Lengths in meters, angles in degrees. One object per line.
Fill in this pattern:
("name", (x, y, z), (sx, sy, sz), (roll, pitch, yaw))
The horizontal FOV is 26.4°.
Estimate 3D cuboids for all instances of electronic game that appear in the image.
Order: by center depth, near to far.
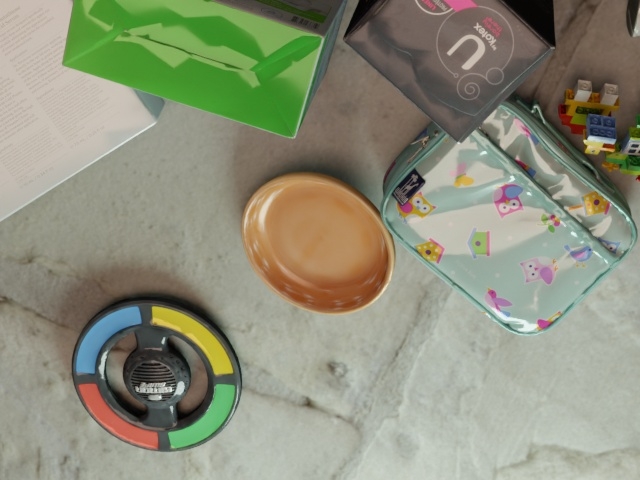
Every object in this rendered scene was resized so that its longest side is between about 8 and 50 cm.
("electronic game", (-0.216, 0.179, 1.798), (0.229, 0.048, 0.229), (3, 114, 7))

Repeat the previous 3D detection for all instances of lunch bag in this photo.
("lunch bag", (0.219, -0.041, 1.601), (0.279, 0.108, 0.224), (40, 113, -10))

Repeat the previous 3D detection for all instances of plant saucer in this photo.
("plant saucer", (0.000, 0.000, 1.671), (0.200, 0.037, 0.200), (12, 126, 17))

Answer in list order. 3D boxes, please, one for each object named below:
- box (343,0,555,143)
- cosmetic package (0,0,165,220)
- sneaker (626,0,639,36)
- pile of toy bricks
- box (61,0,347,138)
("box", (0.141, -0.243, 1.433), (0.165, 0.270, 0.143), (40, 114, -10))
("cosmetic package", (-0.420, -0.171, 1.621), (0.377, 0.097, 0.284), (-30, 109, 11))
("sneaker", (0.379, -0.296, 1.500), (0.061, 0.054, 0.152), (3, 121, -3))
("pile of toy bricks", (0.377, -0.104, 1.564), (0.212, 0.118, 0.105), (8, 147, -5))
("box", (-0.117, -0.242, 1.493), (0.262, 0.231, 0.127), (17, 115, 0))
